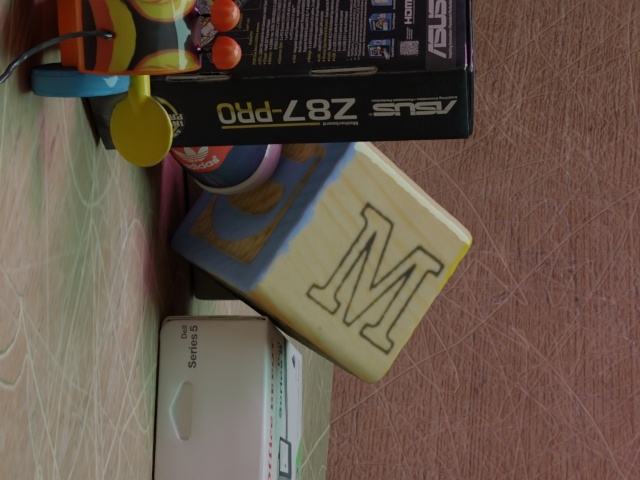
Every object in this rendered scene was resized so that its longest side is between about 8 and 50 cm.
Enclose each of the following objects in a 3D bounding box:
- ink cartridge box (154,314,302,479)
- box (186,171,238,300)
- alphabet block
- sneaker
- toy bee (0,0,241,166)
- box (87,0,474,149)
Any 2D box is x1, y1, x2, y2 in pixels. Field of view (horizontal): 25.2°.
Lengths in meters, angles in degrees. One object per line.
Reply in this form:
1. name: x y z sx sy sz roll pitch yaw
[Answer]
1. ink cartridge box: -0.092 0.200 1.538 0.273 0.114 0.198 62 28 -76
2. box: -0.082 -0.099 1.611 0.148 0.121 0.311 -74 162 -70
3. alphabet block: 0.000 0.000 1.470 0.193 0.197 0.192 -54 -146 -5
4. sneaker: -0.109 -0.227 1.401 0.148 0.131 0.350 33 47 -62
5. toy bee: -0.131 -0.138 1.007 0.298 0.162 0.195 -81 171 -55
6. box: -0.022 -0.258 1.270 0.097 0.318 0.395 83 8 -53
